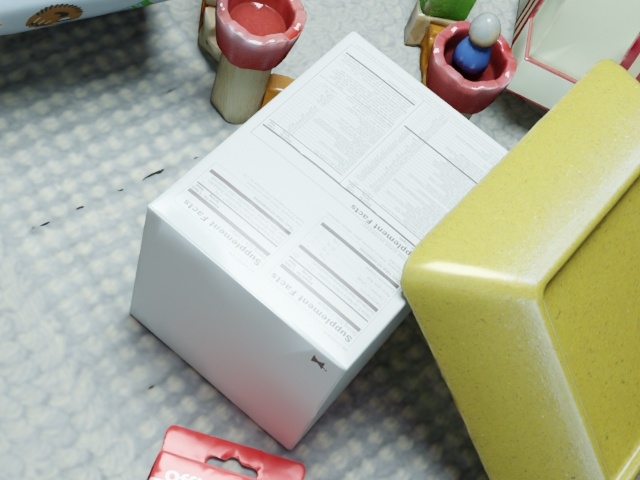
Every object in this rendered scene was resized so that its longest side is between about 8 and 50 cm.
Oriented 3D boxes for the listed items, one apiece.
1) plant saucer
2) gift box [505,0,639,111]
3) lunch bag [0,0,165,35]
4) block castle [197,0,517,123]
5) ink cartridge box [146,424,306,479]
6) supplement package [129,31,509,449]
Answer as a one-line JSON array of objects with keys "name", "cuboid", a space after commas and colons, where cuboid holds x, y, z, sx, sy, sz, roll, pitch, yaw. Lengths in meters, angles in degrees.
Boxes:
[{"name": "plant saucer", "cuboid": [0.247, 0.060, 0.868, 0.333, 0.081, 0.332, -43, 122, -31]}, {"name": "gift box", "cuboid": [0.336, -0.235, 1.067, 0.255, 0.258, 0.276, 28, 44, -1]}, {"name": "lunch bag", "cuboid": [-0.295, -0.321, 0.934, 0.328, 0.238, 0.385, -16, 29, -22]}, {"name": "block castle", "cuboid": [0.043, -0.334, 1.070, 0.303, 0.213, 0.453, 10, 60, -10]}, {"name": "ink cartridge box", "cuboid": [-0.088, 0.255, 0.780, 0.134, 0.078, 0.231, 18, 58, -6]}, {"name": "supplement package", "cuboid": [0.000, 0.000, 0.876, 0.198, 0.199, 0.262, 39, 59, 8]}]
